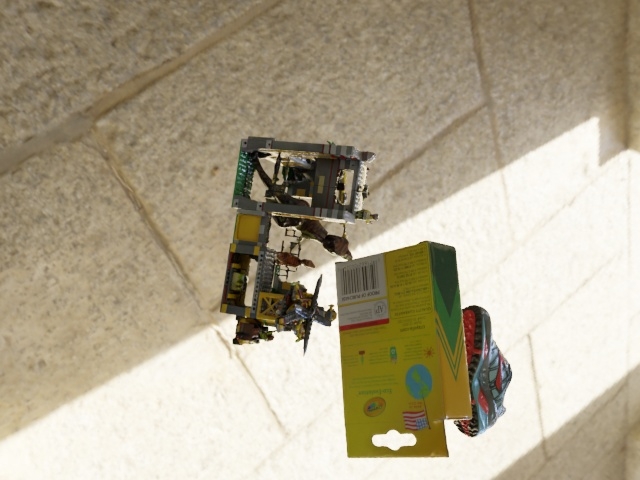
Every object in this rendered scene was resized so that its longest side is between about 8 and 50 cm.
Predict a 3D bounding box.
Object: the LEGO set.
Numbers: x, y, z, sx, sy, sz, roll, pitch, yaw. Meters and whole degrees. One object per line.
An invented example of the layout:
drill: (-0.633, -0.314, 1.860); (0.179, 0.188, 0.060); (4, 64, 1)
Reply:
LEGO set: (0.000, 0.000, 1.013); (0.255, 0.192, 0.331); (36, 63, -66)

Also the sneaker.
sneaker: (0.309, 0.240, 1.389); (0.125, 0.104, 0.262); (-13, 109, -32)

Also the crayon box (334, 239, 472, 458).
crayon box: (0.125, 0.177, 1.136); (0.081, 0.202, 0.319); (12, 71, -45)
